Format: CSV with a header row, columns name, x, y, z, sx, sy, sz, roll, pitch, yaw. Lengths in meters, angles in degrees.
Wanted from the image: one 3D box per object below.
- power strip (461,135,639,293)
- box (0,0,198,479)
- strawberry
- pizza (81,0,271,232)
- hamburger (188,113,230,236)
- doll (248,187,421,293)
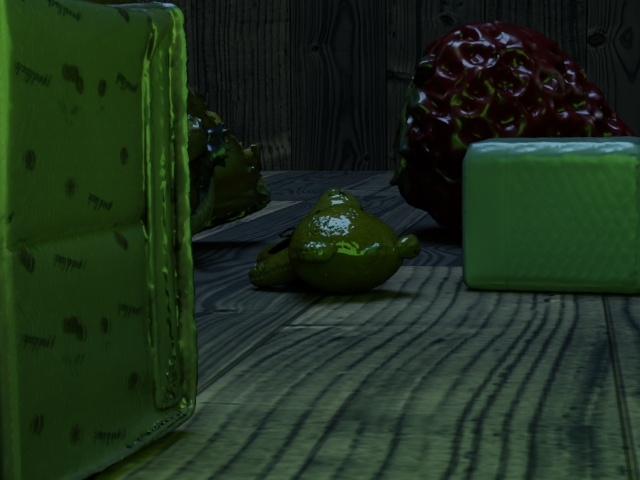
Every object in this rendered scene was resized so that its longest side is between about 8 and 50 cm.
name,x,y,z,sx,sy,sz,roll,pitch,yaw
power strip,0.253,-0.027,1.193,0.224,0.139,0.140,1,6,16
box,-0.235,-0.006,0.632,0.297,0.225,0.190,0,5,20
strawberry,0.271,-0.128,1.640,0.345,0.295,0.317,16,-30,1
pizza,-0.308,-0.111,1.490,0.392,0.435,0.080,-28,38,9
hamburger,-0.245,-0.049,1.365,0.309,0.132,0.211,-7,25,-8
doll,0.000,0.000,1.199,0.137,0.097,0.209,-10,4,-25
